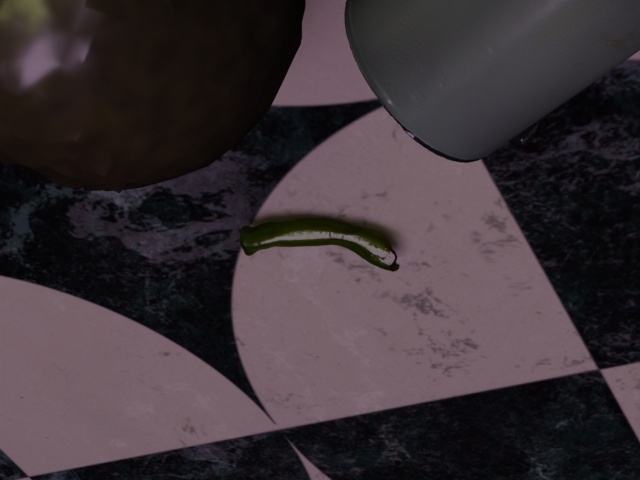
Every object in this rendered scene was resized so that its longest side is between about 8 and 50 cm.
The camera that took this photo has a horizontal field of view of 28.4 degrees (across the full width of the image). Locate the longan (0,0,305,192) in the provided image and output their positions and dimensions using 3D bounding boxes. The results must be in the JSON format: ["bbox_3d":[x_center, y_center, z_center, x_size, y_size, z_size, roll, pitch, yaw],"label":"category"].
[{"bbox_3d":[-0.211,-0.222,1.177,0.391,0.391,0.391,8,135,8],"label":"longan"}]

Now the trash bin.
[{"bbox_3d":[0.185,-0.230,1.175,0.277,0.217,0.263,25,136,-33],"label":"trash bin"}]

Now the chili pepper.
[{"bbox_3d":[0.000,0.000,1.571,0.202,0.050,0.052,5,150,9],"label":"chili pepper"}]
